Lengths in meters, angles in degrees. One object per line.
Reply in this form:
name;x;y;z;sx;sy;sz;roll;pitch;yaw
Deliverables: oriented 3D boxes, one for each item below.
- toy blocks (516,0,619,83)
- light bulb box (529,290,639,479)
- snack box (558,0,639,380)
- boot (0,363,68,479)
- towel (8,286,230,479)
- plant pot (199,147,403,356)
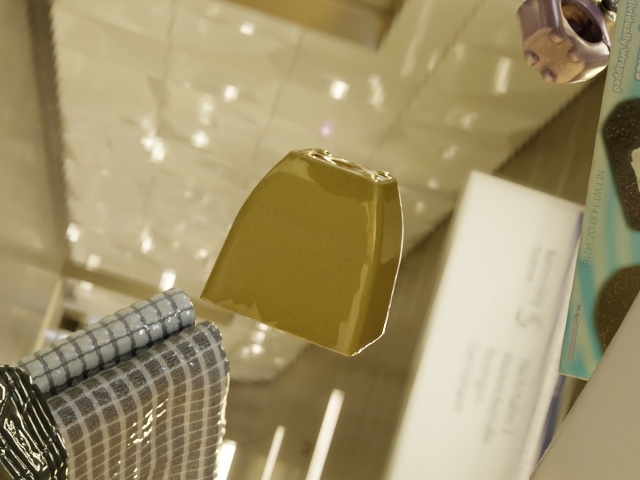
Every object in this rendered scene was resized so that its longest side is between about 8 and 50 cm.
toy blocks;0.160;-0.249;1.052;0.309;0.288;0.260;-41;-168;41
light bulb box;0.338;0.006;0.650;0.358;0.225;0.361;-5;127;-47
snack box;0.267;-0.052;0.949;0.060;0.187;0.322;-34;132;-65
boot;-0.210;0.202;0.934;0.083;0.161;0.247;-26;94;-62
towel;-0.207;0.199;1.449;0.235;0.121;0.284;-29;149;-28
plant pot;0.000;0.000;0.755;0.081;0.081;0.083;-17;127;-76
